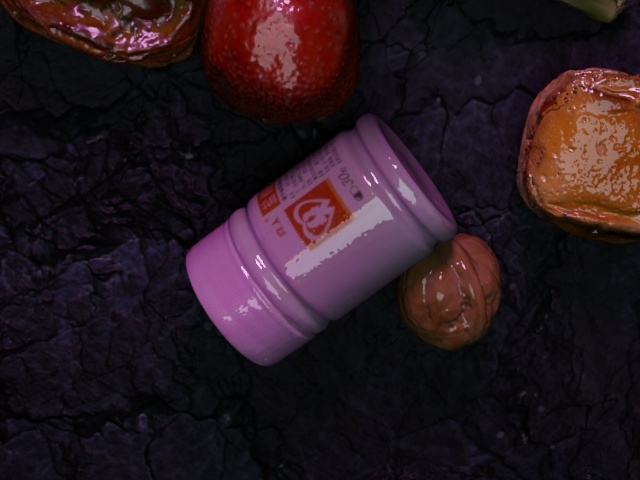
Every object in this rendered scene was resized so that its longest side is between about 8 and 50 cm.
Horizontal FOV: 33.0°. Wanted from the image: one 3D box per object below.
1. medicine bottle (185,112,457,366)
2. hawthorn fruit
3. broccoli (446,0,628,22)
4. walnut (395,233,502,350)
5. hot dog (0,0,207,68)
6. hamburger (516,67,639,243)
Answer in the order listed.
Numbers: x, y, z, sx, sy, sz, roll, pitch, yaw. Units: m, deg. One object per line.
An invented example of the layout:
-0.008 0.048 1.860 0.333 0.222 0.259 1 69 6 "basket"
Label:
0.000 0.000 1.426 0.316 0.202 0.202 -36 109 12 "medicine bottle"
-0.044 -0.270 1.322 0.205 0.205 0.253 7 104 -5 "hawthorn fruit"
0.259 -0.350 1.337 0.304 0.165 0.145 21 79 -24 "broccoli"
0.178 0.070 1.496 0.166 0.149 0.166 -9 109 -29 "walnut"
-0.268 -0.324 1.326 0.272 0.122 0.196 20 92 -10 "hot dog"
0.374 -0.113 1.417 0.244 0.163 0.244 1 106 3 "hamburger"
